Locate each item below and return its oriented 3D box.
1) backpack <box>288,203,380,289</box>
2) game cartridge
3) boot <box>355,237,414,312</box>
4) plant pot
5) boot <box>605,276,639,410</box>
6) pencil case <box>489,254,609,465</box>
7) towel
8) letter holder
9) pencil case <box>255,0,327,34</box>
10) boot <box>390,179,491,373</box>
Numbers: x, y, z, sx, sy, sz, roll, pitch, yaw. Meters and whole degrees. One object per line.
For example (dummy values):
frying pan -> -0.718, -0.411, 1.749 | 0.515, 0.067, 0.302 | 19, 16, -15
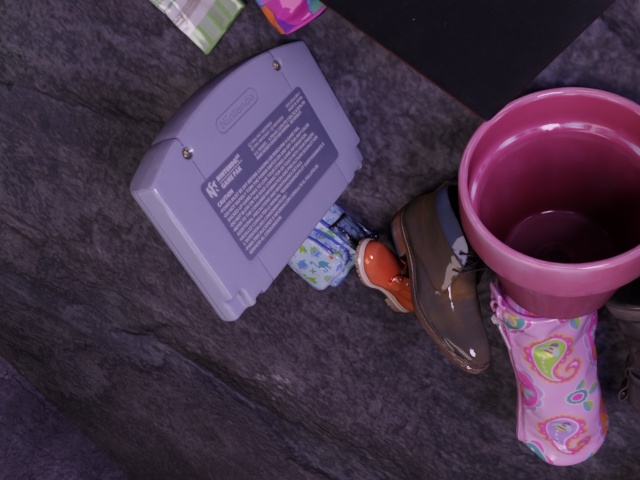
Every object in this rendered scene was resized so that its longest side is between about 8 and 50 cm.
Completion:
backpack -> 0.000, 0.000, 1.170 | 0.114, 0.084, 0.105 | 42, 141, 2
game cartridge -> -0.071, -0.083, 0.961 | 0.062, 0.297, 0.198 | -14, 119, 44
boot -> 0.107, 0.043, 1.125 | 0.084, 0.059, 0.158 | -1, 152, 37
plant pot -> 0.237, -0.018, 0.865 | 0.201, 0.201, 0.180 | 23, 158, 22
boot -> 0.429, 0.127, 0.939 | 0.263, 0.091, 0.229 | 8, 140, 42
pencil case -> 0.271, 0.139, 1.042 | 0.124, 0.124, 0.284 | 12, 138, 33
towel -> -0.167, -0.301, 1.045 | 0.152, 0.023, 0.113 | 44, 145, -7
letter holder -> 0.061, -0.275, 0.716 | 0.302, 0.214, 0.152 | 29, 120, -30
pencil case -> -0.064, -0.321, 0.870 | 0.104, 0.104, 0.236 | -13, 121, 48
boot -> 0.157, 0.038, 1.015 | 0.106, 0.082, 0.219 | -45, 63, 52
